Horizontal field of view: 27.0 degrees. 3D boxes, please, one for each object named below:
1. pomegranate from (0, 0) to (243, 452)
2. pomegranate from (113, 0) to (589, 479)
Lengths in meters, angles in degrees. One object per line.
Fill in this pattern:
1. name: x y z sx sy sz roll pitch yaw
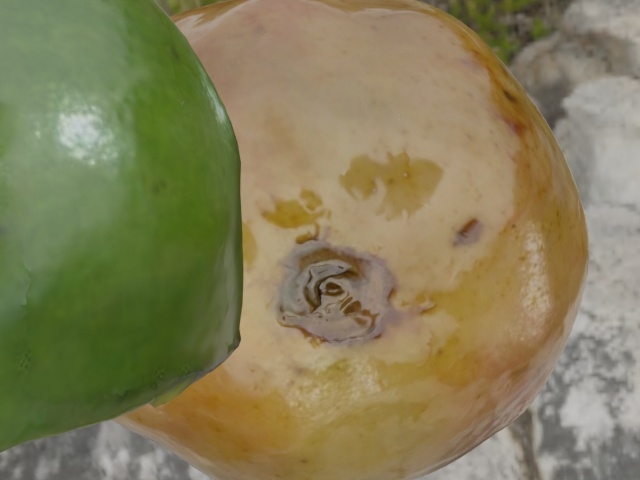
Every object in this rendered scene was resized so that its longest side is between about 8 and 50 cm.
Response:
1. pomegranate: -0.146 -0.025 0.448 0.241 0.159 0.190 -4 12 20
2. pomegranate: 0.000 0.000 1.016 0.412 0.411 0.411 -8 39 7
